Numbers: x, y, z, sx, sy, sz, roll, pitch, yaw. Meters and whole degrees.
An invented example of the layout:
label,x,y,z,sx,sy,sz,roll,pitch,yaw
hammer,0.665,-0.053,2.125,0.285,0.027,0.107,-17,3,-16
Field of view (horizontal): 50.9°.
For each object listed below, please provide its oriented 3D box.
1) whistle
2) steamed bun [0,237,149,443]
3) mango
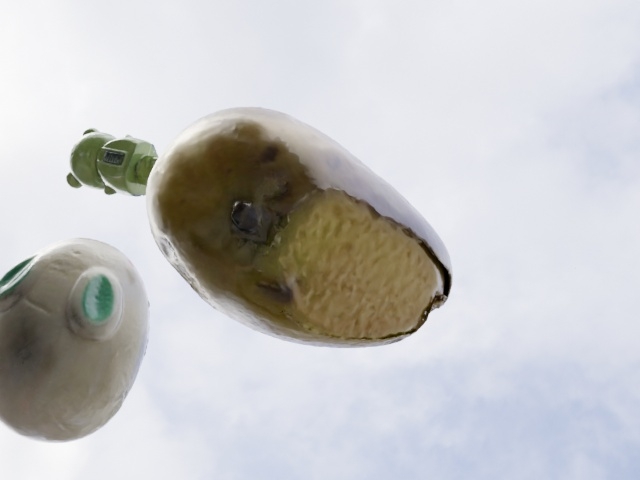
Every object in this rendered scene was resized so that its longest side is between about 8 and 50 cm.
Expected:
label,x,y,z,sx,sy,sz,roll,pitch,yaw
whistle,-0.304,-0.117,1.053,0.227,0.085,0.105,12,-102,20
steamed bun,-0.285,0.106,0.737,0.177,0.131,0.228,18,-97,10
mango,0.000,0.000,0.473,0.130,0.262,0.167,-55,-140,11
